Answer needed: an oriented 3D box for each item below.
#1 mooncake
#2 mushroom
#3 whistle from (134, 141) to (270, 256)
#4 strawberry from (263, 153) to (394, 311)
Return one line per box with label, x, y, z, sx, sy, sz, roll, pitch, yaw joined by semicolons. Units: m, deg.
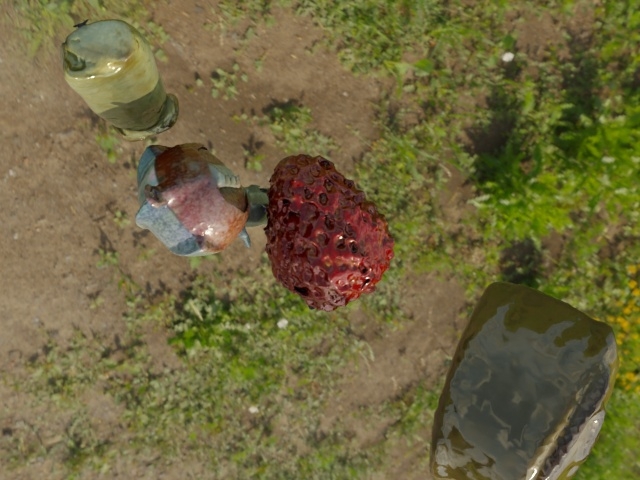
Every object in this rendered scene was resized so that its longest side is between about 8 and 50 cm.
mooncake;0.354;0.273;1.290;0.394;0.246;0.393;-6;119;-61
mushroom;-0.239;-0.190;0.927;0.100;0.312;0.081;-30;87;-5
whistle;-0.138;-0.051;1.012;0.133;0.142;0.346;-55;164;13
strawberry;0.000;0.000;1.070;0.190;0.111;0.236;-19;116;11
